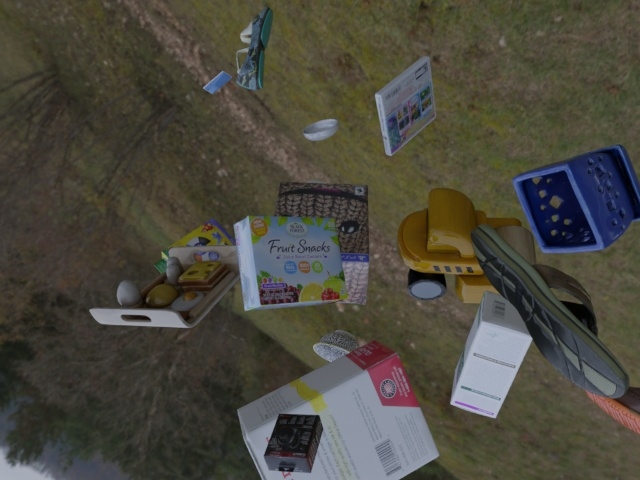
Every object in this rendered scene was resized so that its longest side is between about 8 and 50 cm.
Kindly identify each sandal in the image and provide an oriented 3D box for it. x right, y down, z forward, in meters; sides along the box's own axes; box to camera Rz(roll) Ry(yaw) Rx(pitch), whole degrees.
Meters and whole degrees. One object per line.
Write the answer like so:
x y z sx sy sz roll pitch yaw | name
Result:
0.323 0.079 0.809 0.302 0.086 0.120 59 171 33 | sandal

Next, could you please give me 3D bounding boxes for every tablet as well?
-0.314 -0.483 1.769 0.006 0.083 0.054 60 -163 17 | tablet

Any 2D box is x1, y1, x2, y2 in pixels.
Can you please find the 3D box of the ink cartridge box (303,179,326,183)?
-0.036 -0.121 2.221 0.082 0.140 0.190 22 130 50 | ink cartridge box

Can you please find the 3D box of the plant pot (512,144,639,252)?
0.686 -0.114 1.510 0.235 0.212 0.236 66 165 -3 | plant pot

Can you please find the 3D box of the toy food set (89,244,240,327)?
-0.323 0.088 1.277 0.220 0.306 0.092 -2 115 23 | toy food set

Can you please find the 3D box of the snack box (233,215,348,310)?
-0.057 0.043 1.144 0.207 0.174 0.070 1 164 -37 | snack box

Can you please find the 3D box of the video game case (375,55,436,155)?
0.175 -0.271 1.168 0.019 0.157 0.143 27 147 38 | video game case

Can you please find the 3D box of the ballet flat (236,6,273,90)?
-0.144 -0.411 1.226 0.070 0.188 0.070 7 167 2 | ballet flat

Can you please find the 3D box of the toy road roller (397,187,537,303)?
0.346 0.006 1.354 0.330 0.202 0.240 2 143 7 | toy road roller

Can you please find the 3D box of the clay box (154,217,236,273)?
-0.363 0.044 1.705 0.127 0.222 0.053 45 150 12 | clay box

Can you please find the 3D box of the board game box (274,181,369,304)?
0.000 0.000 1.421 0.232 0.291 0.141 2 132 2 | board game box

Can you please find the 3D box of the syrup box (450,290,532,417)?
0.325 0.222 1.108 0.096 0.093 0.236 16 128 10 | syrup box

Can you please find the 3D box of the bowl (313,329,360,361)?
0.068 0.348 1.919 0.170 0.080 0.170 17 151 10 | bowl

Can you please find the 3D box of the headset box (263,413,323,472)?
-0.037 0.280 0.792 0.062 0.083 0.032 -4 122 17 | headset box

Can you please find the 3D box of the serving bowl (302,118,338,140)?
0.003 -0.246 1.309 0.083 0.083 0.027 8 128 41 | serving bowl

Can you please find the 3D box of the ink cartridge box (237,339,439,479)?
0.036 0.447 1.344 0.279 0.385 0.160 68 167 -10 | ink cartridge box

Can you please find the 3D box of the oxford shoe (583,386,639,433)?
0.773 0.384 1.317 0.364 0.132 0.130 27 168 39 | oxford shoe
